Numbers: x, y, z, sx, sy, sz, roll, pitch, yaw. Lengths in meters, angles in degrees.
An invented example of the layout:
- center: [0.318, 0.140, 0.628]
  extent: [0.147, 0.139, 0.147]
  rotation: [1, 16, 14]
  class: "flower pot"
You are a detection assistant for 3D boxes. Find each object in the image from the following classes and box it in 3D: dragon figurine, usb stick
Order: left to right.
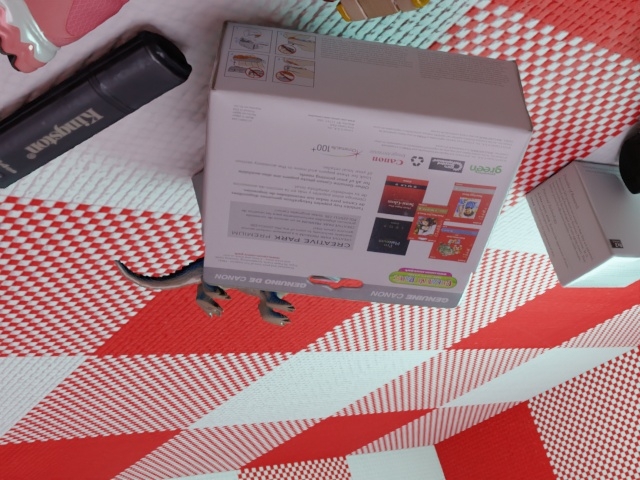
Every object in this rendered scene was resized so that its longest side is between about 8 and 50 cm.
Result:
- center: [-0.261, -0.131, 0.895]
  extent: [0.278, 0.045, 0.077]
  rotation: [-26, 156, 19]
  class: "usb stick"
- center: [-0.095, 0.017, 1.052]
  extent: [0.289, 0.144, 0.085]
  rotation: [8, 153, -4]
  class: "dragon figurine"

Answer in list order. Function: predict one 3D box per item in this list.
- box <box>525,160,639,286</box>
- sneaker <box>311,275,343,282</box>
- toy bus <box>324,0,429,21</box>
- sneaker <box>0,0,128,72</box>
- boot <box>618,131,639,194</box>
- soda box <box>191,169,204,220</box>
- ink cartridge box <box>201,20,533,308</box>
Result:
- center: [0.473, -0.024, 1.452]
  extent: [0.181, 0.182, 0.119]
  rotation: [3, 151, -37]
  class: "box"
- center: [0.000, 0.000, 1.271]
  extent: [0.131, 0.112, 0.319]
  rotation: [-22, 155, 10]
  class: "sneaker"
- center: [0.029, -0.280, 0.695]
  extent: [0.104, 0.191, 0.202]
  rotation: [-55, 172, -27]
  class: "toy bus"
- center: [-0.223, -0.250, 0.622]
  extent: [0.136, 0.116, 0.314]
  rotation: [-26, 163, -6]
  class: "sneaker"
- center: [0.584, -0.162, 1.346]
  extent: [0.179, 0.085, 0.236]
  rotation: [-16, 155, -9]
  class: "boot"
- center: [-0.022, -0.096, 1.073]
  extent: [0.286, 0.091, 0.098]
  rotation: [-29, 152, 26]
  class: "soda box"
- center: [0.032, -0.069, 0.928]
  extent: [0.309, 0.130, 0.272]
  rotation: [7, 134, -5]
  class: "ink cartridge box"
